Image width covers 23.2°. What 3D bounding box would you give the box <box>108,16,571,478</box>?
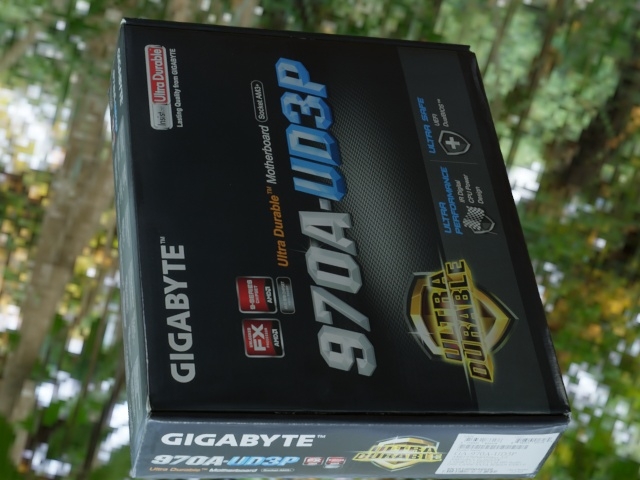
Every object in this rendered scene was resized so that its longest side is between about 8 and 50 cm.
[{"bbox_3d":[0.000,0.000,0.687,0.175,0.051,0.220,3,-129,-14],"label":"box"}]
